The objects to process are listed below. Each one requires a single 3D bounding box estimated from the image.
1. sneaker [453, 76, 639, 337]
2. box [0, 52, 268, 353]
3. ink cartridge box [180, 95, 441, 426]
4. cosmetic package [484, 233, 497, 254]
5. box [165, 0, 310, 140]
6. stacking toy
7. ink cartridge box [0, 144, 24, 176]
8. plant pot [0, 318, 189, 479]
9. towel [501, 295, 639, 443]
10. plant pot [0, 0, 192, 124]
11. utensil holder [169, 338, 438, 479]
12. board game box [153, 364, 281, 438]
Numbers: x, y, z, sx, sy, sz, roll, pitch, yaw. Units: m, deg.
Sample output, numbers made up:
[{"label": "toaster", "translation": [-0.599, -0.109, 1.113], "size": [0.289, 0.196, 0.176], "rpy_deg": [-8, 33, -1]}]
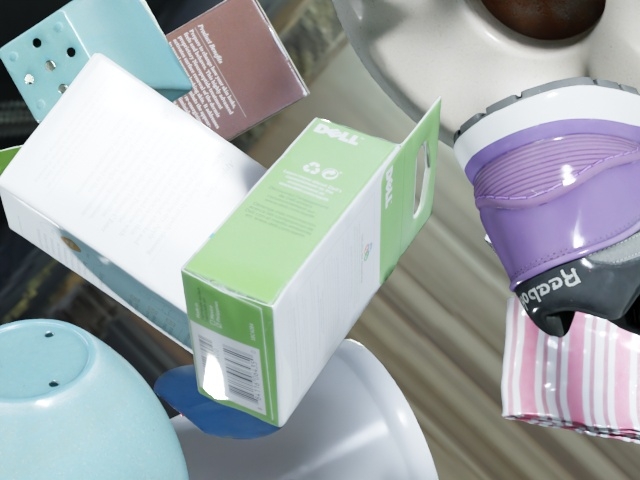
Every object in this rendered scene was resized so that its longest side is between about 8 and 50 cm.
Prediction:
[{"label": "sneaker", "translation": [0.191, 0.000, 0.691], "size": [0.283, 0.124, 0.107], "rpy_deg": [-1, -22, -36]}, {"label": "box", "translation": [-0.137, -0.002, 1.361], "size": [0.168, 0.345, 0.215], "rpy_deg": [-55, 2, -15]}, {"label": "ink cartridge box", "translation": [0.000, 0.000, 0.812], "size": [0.209, 0.062, 0.109], "rpy_deg": [-52, -27, -38]}, {"label": "cosmetic package", "translation": [0.322, 0.017, 1.829], "size": [0.117, 0.085, 0.231], "rpy_deg": [-50, -34, -3]}, {"label": "box", "translation": [-0.226, -0.219, 2.085], "size": [0.381, 0.191, 0.143], "rpy_deg": [-28, 4, 6]}, {"label": "stacking toy", "translation": [0.251, -0.303, 1.088], "size": [0.480, 0.350, 0.350], "rpy_deg": [-50, -6, -41]}, {"label": "ink cartridge box", "translation": [-0.425, -0.005, 1.444], "size": [0.189, 0.097, 0.255], "rpy_deg": [-34, -7, 40]}, {"label": "plant pot", "translation": [-0.278, 0.194, 1.312], "size": [0.290, 0.290, 0.195], "rpy_deg": [-36, -43, -43]}, {"label": "towel", "translation": [0.289, 0.136, 1.403], "size": [0.029, 0.197, 0.144], "rpy_deg": [110, 169, -57]}, {"label": "plant pot", "translation": [-0.309, -0.230, 1.741], "size": [0.165, 0.166, 0.234], "rpy_deg": [-30, -1, 14]}, {"label": "utensil holder", "translation": [-0.069, 0.365, 1.907], "size": [0.385, 0.328, 0.327], "rpy_deg": [-23, -18, -18]}, {"label": "board game box", "translation": [-0.127, 0.210, 1.632], "size": [0.133, 0.168, 0.033], "rpy_deg": [-9, -58, -46]}]
